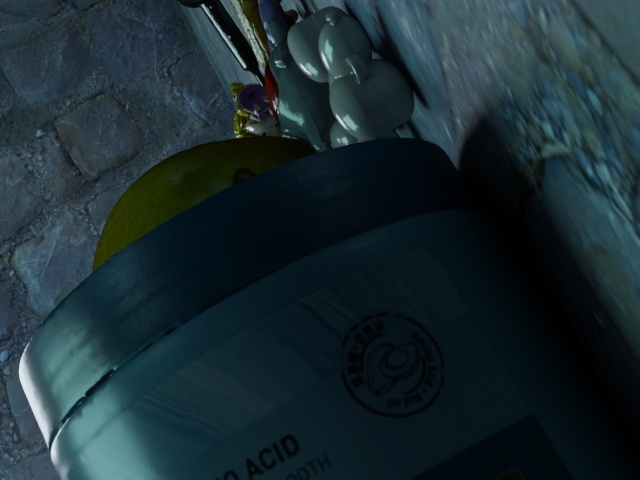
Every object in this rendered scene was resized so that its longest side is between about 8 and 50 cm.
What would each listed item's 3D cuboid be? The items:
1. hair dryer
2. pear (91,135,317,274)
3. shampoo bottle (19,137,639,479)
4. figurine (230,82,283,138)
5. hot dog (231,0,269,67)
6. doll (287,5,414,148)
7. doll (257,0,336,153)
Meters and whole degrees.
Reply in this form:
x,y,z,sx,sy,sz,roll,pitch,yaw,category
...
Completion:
x,y,z,sx,sy,sz,roll,pitch,yaw,category
-0.155,-0.358,1.767,0.248,0.078,0.195,53,178,-13,hair dryer
-0.064,0.075,1.139,0.418,0.362,0.362,77,166,-57,pear
0.028,0.167,0.690,0.342,0.331,0.331,60,176,17,shampoo bottle
-0.122,-0.222,1.963,0.115,0.095,0.156,47,165,31,figurine
-0.084,-0.284,1.362,0.062,0.038,0.144,-118,4,-72,hot dog
0.027,-0.112,0.811,0.161,0.059,0.160,65,176,-30,doll
-0.018,-0.156,1.031,0.102,0.075,0.227,45,-160,-45,doll
